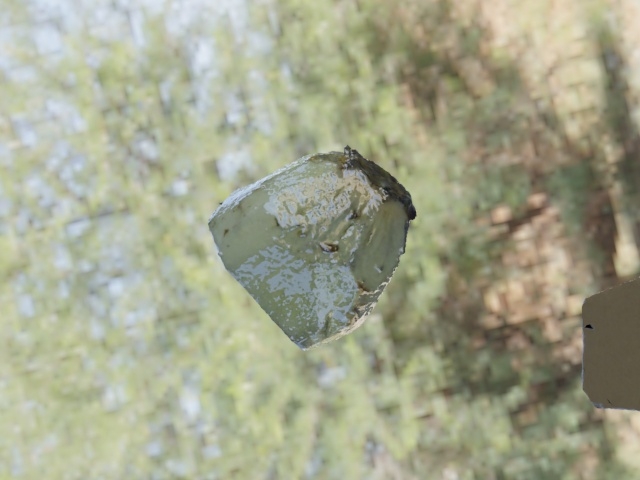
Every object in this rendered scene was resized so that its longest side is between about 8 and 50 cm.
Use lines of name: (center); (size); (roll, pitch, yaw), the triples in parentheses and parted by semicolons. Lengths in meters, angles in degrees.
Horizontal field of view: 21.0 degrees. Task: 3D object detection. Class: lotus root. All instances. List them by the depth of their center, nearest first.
lotus root: (-0.002, 0.000, 1.293); (0.143, 0.144, 0.070); (43, -151, -6)

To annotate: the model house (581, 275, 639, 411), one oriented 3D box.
model house: (0.262, 0.032, 0.822); (0.176, 0.248, 0.180); (-12, 84, 50)
